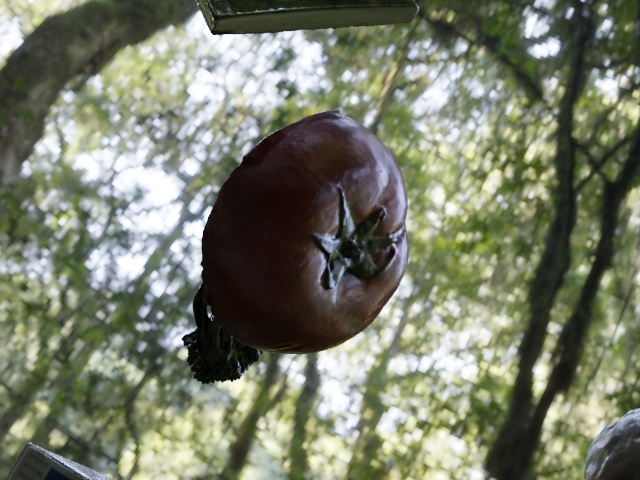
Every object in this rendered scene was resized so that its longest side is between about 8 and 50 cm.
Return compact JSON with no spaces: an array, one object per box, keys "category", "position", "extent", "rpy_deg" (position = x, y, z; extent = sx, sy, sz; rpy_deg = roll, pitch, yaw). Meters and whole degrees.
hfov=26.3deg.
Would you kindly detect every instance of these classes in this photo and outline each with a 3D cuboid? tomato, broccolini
[{"category":"tomato","position":[0.001,0.003,1.188],"extent":[0.085,0.225,0.225],"rpy_deg":[29,-33,42]},{"category":"broccolini","position":[-0.102,0.071,1.480],"extent":[0.091,0.068,0.202],"rpy_deg":[6,-54,-2]}]

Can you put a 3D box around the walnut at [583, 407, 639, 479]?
[{"category":"walnut","position":[0.453,0.308,1.690],"extent":[0.248,0.248,0.248],"rpy_deg":[17,-42,16]}]

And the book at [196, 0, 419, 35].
[{"category":"book","position":[-0.037,-0.235,1.057],"extent":[0.160,0.228,0.024],"rpy_deg":[-7,-45,-18]}]

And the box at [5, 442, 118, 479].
[{"category":"box","position":[-0.258,0.370,1.815],"extent":[0.200,0.065,0.343],"rpy_deg":[27,-10,21]}]
